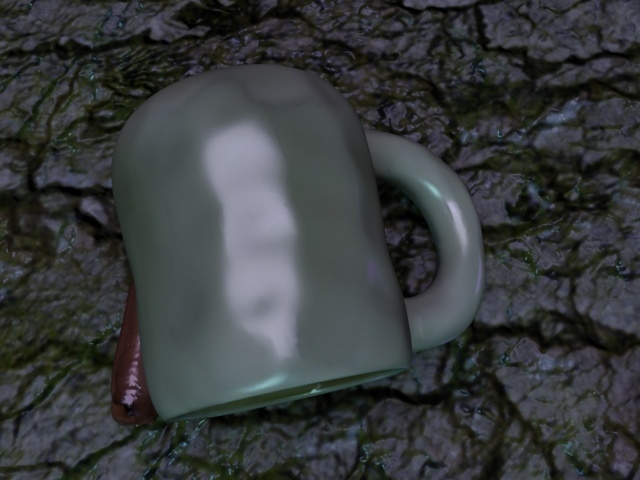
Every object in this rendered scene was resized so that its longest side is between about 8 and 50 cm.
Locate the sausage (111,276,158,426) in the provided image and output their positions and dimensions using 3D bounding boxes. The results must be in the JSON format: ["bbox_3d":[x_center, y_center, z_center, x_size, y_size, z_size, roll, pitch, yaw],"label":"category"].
[{"bbox_3d":[-0.121,0.050,0.603,0.047,0.040,0.176,7,66,6],"label":"sausage"}]

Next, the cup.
[{"bbox_3d":[-0.001,-0.005,0.541,0.255,0.173,0.202,-11,76,-5],"label":"cup"}]
